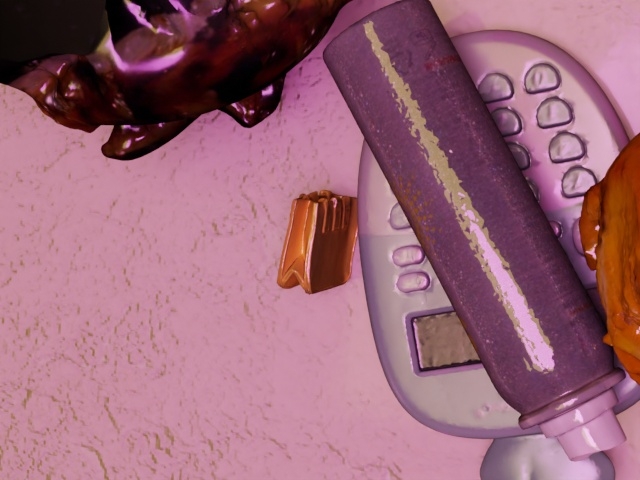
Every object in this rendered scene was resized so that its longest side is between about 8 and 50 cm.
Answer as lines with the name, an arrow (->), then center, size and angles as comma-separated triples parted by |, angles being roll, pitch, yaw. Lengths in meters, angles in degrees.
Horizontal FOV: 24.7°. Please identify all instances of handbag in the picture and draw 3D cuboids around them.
handbag -> 0.000, 0.000, 0.917 | 0.027, 0.083, 0.061 | 12, 96, 16

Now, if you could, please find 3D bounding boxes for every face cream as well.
face cream -> 0.095, -0.004, 0.847 | 0.073, 0.073, 0.283 | -30, 82, 18

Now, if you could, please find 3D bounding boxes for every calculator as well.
calculator -> 0.117, 0.019, 0.903 | 0.185, 0.041, 0.299 | -12, 89, 19

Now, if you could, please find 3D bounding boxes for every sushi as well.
sushi -> -0.089, -0.165, 0.857 | 0.215, 0.227, 0.212 | -34, 91, 23

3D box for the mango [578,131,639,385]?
mango -> 0.312, 0.032, 0.765 | 0.350, 0.201, 0.199 | 10, 122, 5
